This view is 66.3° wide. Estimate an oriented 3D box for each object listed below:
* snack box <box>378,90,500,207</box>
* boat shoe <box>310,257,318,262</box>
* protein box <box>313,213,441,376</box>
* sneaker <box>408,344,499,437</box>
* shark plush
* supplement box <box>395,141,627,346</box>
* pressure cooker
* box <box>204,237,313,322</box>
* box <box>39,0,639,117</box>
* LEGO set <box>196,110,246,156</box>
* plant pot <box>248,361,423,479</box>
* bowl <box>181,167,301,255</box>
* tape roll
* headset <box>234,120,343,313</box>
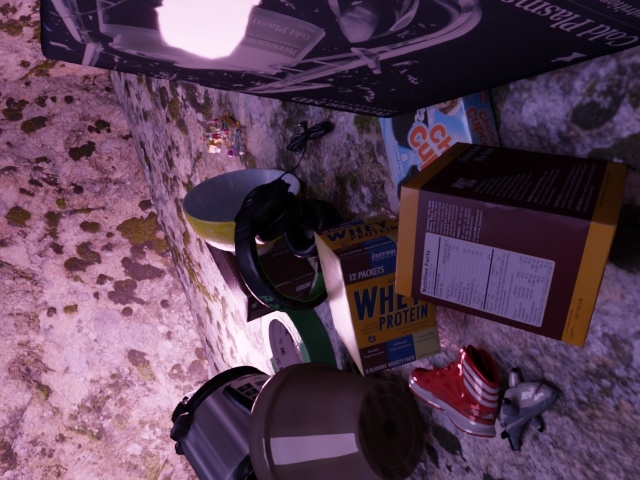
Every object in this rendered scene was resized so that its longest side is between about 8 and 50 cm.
[{"bbox_3d":[0.194,-0.078,0.747,0.187,0.060,0.322,-7,98,62],"label":"snack box"},{"bbox_3d":[0.000,0.000,1.153,0.045,0.050,0.135,49,144,47],"label":"boat shoe"},{"bbox_3d":[0.091,0.081,0.839,0.200,0.136,0.201,-132,28,-72],"label":"protein box"},{"bbox_3d":[0.237,0.232,0.846,0.221,0.087,0.128,20,97,66],"label":"sneaker"},{"bbox_3d":[0.306,0.274,0.742,0.067,0.073,0.161,15,117,24],"label":"shark plush"},{"bbox_3d":[0.210,-0.014,0.545,0.194,0.191,0.129,15,121,28],"label":"supplement box"},{"bbox_3d":[-0.246,0.610,1.544,0.420,0.375,0.370,35,152,41],"label":"pressure cooker"},{"bbox_3d":[-0.196,0.018,1.371,0.381,0.191,0.143,56,151,32],"label":"box"},{"bbox_3d":[0.022,-0.320,0.435,0.471,0.479,0.298,7,95,61],"label":"box"},{"bbox_3d":[-0.337,-0.329,1.532,0.287,0.107,0.132,19,121,57],"label":"LEGO set"},{"bbox_3d":[0.052,0.414,1.051,0.280,0.323,0.323,-25,82,46],"label":"plant pot"},{"bbox_3d":[-0.182,-0.052,1.220,0.289,0.289,0.156,37,142,49],"label":"bowl"},{"bbox_3d":[-0.068,0.322,1.421,0.321,0.077,0.321,37,134,50],"label":"tape roll"},{"bbox_3d":[-0.043,-0.053,1.005,0.185,0.243,0.394,-22,58,39],"label":"headset"}]
